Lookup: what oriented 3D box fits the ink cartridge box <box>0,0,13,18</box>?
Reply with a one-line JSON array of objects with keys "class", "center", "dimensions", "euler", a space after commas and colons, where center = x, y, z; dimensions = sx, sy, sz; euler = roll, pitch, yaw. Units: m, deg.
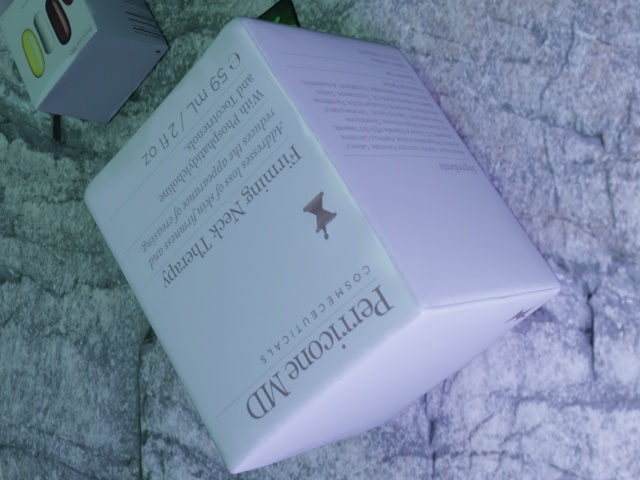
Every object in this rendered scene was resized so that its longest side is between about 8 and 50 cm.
[{"class": "ink cartridge box", "center": [-0.724, -0.507, 2.057], "dimensions": [0.207, 0.117, 0.283], "euler": [-50, 58, 26]}]

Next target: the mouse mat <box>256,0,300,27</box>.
[{"class": "mouse mat", "center": [-0.093, -0.253, 1.590], "dimensions": [0.189, 0.007, 0.153], "euler": [-29, 69, 34]}]

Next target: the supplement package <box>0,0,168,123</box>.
[{"class": "supplement package", "center": [-0.392, -0.337, 1.750], "dimensions": [0.194, 0.149, 0.203], "euler": [-44, 61, 29]}]

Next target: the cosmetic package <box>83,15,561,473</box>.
[{"class": "cosmetic package", "center": [0.000, 0.000, 1.272], "dimensions": [0.329, 0.327, 0.394], "euler": [-43, 67, 29]}]
